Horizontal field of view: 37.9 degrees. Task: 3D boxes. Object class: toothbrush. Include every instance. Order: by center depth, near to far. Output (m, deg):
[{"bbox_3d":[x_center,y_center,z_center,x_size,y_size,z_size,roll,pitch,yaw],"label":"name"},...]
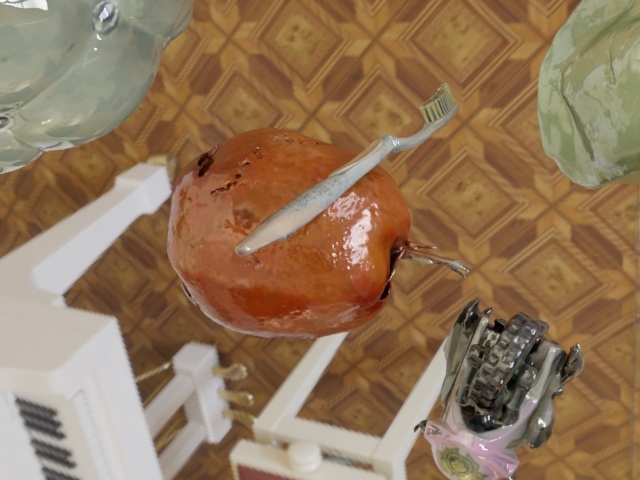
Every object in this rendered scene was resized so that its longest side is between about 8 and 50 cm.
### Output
[{"bbox_3d":[0.039,-0.069,0.857,0.028,0.375,0.037,-11,109,40],"label":"toothbrush"}]

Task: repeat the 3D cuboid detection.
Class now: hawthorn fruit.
[{"bbox_3d":[0.000,0.000,0.923,0.299,0.211,0.211,8,124,12],"label":"hawthorn fruit"}]

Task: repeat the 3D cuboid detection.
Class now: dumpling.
[{"bbox_3d":[0.366,-0.154,0.854,0.320,0.270,0.212,-11,133,8],"label":"dumpling"}]

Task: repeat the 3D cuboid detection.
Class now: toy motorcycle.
[{"bbox_3d":[0.197,0.170,1.035,0.143,0.327,0.188,24,91,18],"label":"toy motorcycle"}]

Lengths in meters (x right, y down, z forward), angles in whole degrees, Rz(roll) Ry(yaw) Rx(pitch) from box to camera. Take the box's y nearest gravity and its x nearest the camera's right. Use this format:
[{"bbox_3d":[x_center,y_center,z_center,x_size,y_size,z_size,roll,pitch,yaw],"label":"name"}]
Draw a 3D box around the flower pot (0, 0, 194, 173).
[{"bbox_3d":[-0.193,-0.155,0.507,0.246,0.195,0.246,22,132,26],"label":"flower pot"}]
